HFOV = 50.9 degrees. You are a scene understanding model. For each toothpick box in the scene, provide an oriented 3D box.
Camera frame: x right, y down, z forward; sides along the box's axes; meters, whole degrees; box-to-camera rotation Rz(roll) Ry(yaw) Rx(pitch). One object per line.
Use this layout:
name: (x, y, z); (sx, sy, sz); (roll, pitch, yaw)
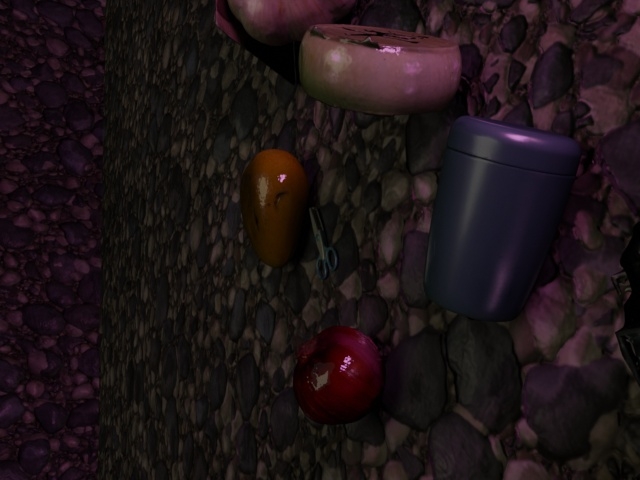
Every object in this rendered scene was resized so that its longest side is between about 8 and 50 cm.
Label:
toothpick box: (0.164, -0.019, 0.641); (0.120, 0.120, 0.184); (39, 121, 57)

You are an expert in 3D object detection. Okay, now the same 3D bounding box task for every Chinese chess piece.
Chinese chess piece: (0.068, -0.203, 0.776); (0.188, 0.189, 0.083); (-135, 45, -55)

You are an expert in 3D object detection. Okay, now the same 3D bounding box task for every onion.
onion: (0.022, 0.171, 0.854); (0.131, 0.131, 0.131); (-20, 67, 58)

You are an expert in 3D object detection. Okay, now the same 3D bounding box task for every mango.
mango: (-0.076, -0.052, 1.101); (0.137, 0.098, 0.195); (-7, 83, 56)

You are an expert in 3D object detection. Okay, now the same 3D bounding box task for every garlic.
garlic: (-0.034, -0.403, 1.062); (0.212, 0.219, 0.218); (2, -84, -78)

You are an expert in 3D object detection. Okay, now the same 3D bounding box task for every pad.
pad: (-0.109, -0.450, 1.143); (0.004, 0.220, 0.330); (-14, 70, 29)

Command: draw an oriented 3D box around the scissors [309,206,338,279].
scissors: (0.000, 0.000, 1.035); (0.058, 0.014, 0.119); (-47, 49, 46)

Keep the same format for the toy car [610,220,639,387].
toy car: (0.311, 0.052, 0.364); (0.301, 0.118, 0.193); (-26, 70, 56)
